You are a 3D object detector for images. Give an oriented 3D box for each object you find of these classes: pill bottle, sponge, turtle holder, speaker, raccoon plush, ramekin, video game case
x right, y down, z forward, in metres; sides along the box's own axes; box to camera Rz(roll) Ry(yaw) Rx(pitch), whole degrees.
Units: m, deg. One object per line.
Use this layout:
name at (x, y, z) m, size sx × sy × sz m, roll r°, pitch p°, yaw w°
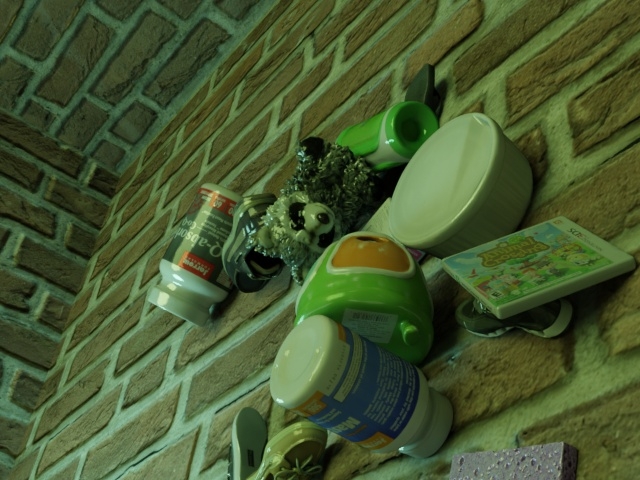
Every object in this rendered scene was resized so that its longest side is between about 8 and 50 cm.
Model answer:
pill bottle at (-0.313, 0.042, 2.396) m, size 0.363 × 0.210 × 0.210 m, roll -63°, pitch 24°, yaw -8°
sponge at (0.251, 0.340, 1.176) m, size 0.210 × 0.031 × 0.117 m, roll -26°, pitch 40°, yaw 51°
turtle holder at (0.087, 0.132, 1.525) m, size 0.243 × 0.320 × 0.227 m, roll -12°, pitch 48°, yaw 20°
speaker at (0.133, -0.209, 1.858) m, size 0.131 × 0.131 × 0.296 m, roll -66°, pitch 19°, yaw -15°
pill bottle at (0.070, 0.237, 1.348) m, size 0.152 × 0.272 × 0.152 m, roll -44°, pitch 27°, yaw 30°
raccoon plush at (-0.022, -0.019, 1.913) m, size 0.299 × 0.216 × 0.446 m, roll -57°, pitch -8°, yaw -18°
ramekin at (0.255, -0.081, 1.539) m, size 0.273 × 0.127 × 0.273 m, roll -45°, pitch 27°, yaw 30°
video game case at (0.310, 0.033, 1.267) m, size 0.212 × 0.023 × 0.193 m, roll -20°, pitch 23°, yaw -9°

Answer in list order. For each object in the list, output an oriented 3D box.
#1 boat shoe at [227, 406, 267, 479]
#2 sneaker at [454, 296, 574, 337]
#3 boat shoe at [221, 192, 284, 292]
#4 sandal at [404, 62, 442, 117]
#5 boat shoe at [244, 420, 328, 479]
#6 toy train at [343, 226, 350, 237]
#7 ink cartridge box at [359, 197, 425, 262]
boat shoe at (-0.159, 0.451, 1.799) m, size 0.076 × 0.080 × 0.228 m, roll -47°, pitch 32°, yaw 30°
sneaker at (0.270, 0.096, 1.329) m, size 0.234 × 0.106 × 0.078 m, roll -7°, pitch 55°, yaw 61°
boat shoe at (-0.159, 0.036, 2.103) m, size 0.355 × 0.132 × 0.130 m, roll 100°, pitch 152°, yaw -54°
sandal at (0.229, -0.274, 1.919) m, size 0.097 × 0.054 × 0.254 m, roll -38°, pitch 41°, yaw 53°
boat shoe at (-0.070, 0.445, 1.607) m, size 0.285 × 0.104 × 0.089 m, roll -58°, pitch 26°, yaw 29°
toy train at (0.055, -0.006, 1.975) m, size 0.023 × 0.017 × 0.083 m, roll -51°, pitch 24°, yaw 42°
ink cartridge box at (0.082, 0.077, 1.772) m, size 0.311 × 0.065 × 0.186 m, roll -48°, pitch 24°, yaw 16°
